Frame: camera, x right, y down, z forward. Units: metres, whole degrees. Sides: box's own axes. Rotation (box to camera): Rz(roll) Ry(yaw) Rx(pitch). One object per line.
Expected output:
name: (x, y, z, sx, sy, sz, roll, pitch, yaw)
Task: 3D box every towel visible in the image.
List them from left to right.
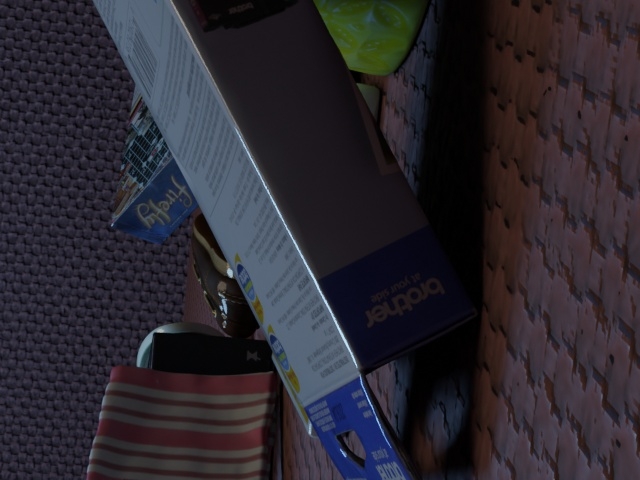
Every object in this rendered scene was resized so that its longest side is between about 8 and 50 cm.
towel: (-0.112, 0.178, 1.184, 0.029, 0.144, 0.197, 86, -171, -46)

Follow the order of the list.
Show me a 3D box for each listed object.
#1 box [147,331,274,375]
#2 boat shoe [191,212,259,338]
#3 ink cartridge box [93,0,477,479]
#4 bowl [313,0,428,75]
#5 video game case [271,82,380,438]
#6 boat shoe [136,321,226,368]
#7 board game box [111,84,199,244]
box: (-0.106, 0.183, 1.351, 0.207, 0.108, 0.153, 111, 163, -66)
boat shoe: (-0.085, 0.028, 1.417, 0.207, 0.073, 0.073, -108, 26, -72)
ink cartridge box: (-0.022, -0.037, 0.677, 0.311, 0.065, 0.186, 65, 168, 6)
bowl: (-0.024, -0.239, 0.810, 0.289, 0.156, 0.290, -175, 90, -83)
video game case: (0.000, 0.000, 0.978, 0.227, 0.026, 0.206, -137, 52, -79)
boat shoe: (-0.138, 0.196, 1.609, 0.305, 0.109, 0.091, 95, 175, -53)
board game box: (-0.061, -0.125, 1.043, 0.243, 0.042, 0.165, -41, 34, 43)
